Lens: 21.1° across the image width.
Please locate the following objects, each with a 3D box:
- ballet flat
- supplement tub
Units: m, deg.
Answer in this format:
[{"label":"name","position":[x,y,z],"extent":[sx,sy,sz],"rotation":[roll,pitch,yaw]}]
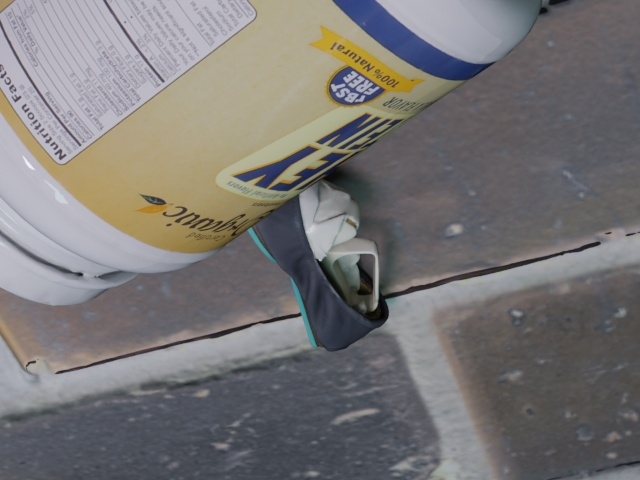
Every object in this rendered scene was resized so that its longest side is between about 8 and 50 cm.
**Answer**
[{"label":"ballet flat","position":[0.000,0.000,1.137],"extent":[0.074,0.074,0.203],"rotation":[-13,138,12]},{"label":"supplement tub","position":[-0.066,-0.122,0.914],"extent":[0.316,0.228,0.228],"rotation":[-33,125,27]}]
